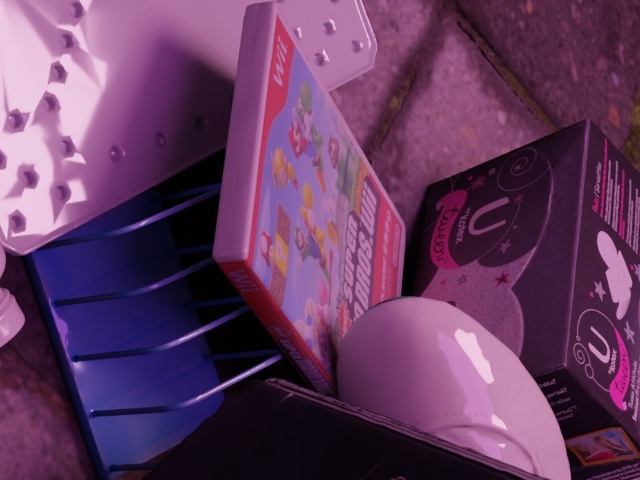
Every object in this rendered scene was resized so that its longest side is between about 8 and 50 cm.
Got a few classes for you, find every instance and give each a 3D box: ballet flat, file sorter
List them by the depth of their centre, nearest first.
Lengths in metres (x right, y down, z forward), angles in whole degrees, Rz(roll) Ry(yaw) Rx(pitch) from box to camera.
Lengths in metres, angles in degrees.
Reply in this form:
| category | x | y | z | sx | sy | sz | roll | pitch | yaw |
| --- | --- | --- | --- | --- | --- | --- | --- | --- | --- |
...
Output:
| category | x | y | z | sx | sy | sz | roll | pitch | yaw |
| --- | --- | --- | --- | --- | --- | --- | --- | --- | --- |
| file sorter | -0.100 | 0.058 | 1.316 | 0.118 | 0.104 | 0.170 | -25 | 102 | -43 |
| ballet flat | 0.120 | 0.214 | 1.376 | 0.139 | 0.139 | 0.400 | -52 | 135 | -35 |

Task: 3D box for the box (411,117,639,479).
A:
| category | x | y | z | sx | sy | sz | roll | pitch | yaw |
| --- | --- | --- | --- | --- | --- | --- | --- | --- | --- |
| box | 0.165 | 0.057 | 1.496 | 0.142 | 0.163 | 0.247 | 44 | 40 | -31 |

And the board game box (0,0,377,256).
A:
| category | x | y | z | sx | sy | sz | roll | pitch | yaw |
| --- | --- | --- | --- | --- | --- | --- | --- | --- | --- |
| board game box | -0.156 | -0.235 | 1.341 | 0.390 | 0.050 | 0.390 | -32 | 105 | -43 |

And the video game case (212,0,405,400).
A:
| category | x | y | z | sx | sy | sz | roll | pitch | yaw |
| --- | --- | --- | --- | --- | --- | --- | --- | --- | --- |
| video game case | 0.000 | 0.000 | 1.374 | 0.285 | 0.025 | 0.204 | 57 | 32 | -51 |

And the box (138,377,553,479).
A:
| category | x | y | z | sx | sy | sz | roll | pitch | yaw |
| --- | --- | --- | --- | --- | --- | --- | --- | --- | --- |
| box | 0.104 | 0.381 | 1.138 | 0.297 | 0.472 | 0.480 | -41 | 119 | -21 |

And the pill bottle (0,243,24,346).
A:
| category | x | y | z | sx | sy | sz | roll | pitch | yaw |
| --- | --- | --- | --- | --- | --- | --- | --- | --- | --- |
| pill bottle | -0.246 | -0.003 | 1.197 | 0.087 | 0.087 | 0.160 | -43 | 113 | -39 |
